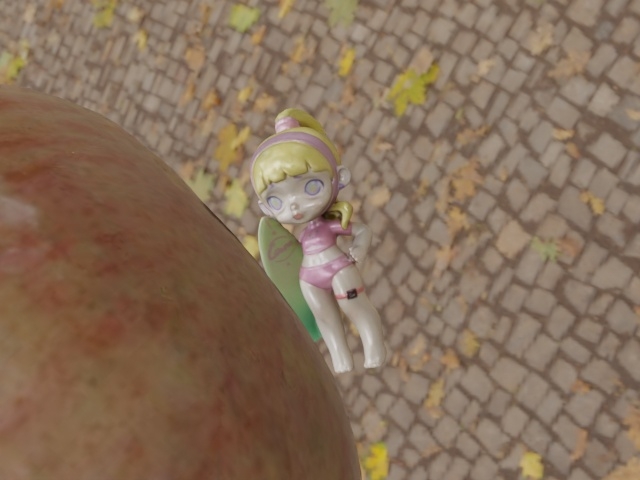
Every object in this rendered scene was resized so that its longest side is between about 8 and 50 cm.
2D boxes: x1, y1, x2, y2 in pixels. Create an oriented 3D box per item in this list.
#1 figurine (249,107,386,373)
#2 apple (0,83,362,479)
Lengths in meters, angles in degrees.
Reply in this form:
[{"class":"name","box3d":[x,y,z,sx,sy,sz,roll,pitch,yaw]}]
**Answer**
[{"class":"figurine","box3d":[0.000,0.000,0.799,0.083,0.083,0.187,-16,97,43]},{"class":"apple","box3d":[-0.128,0.090,0.442,0.269,0.345,0.345,-50,41,-7]}]
